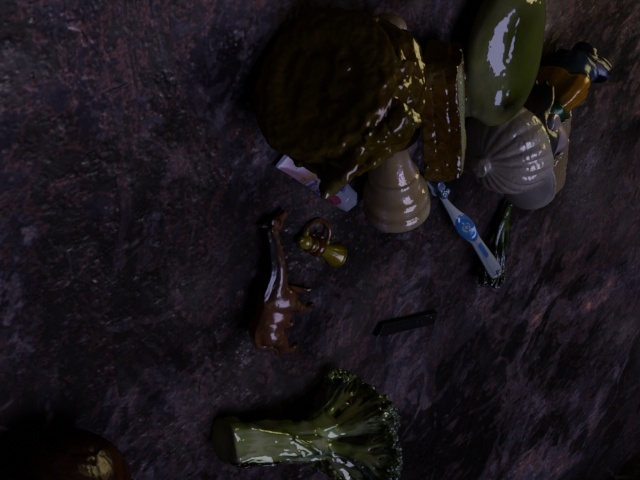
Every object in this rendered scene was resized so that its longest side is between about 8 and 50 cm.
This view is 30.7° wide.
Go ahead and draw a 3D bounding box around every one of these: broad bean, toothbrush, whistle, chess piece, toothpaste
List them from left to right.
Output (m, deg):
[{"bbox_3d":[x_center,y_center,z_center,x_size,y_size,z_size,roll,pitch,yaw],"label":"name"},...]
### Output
[{"bbox_3d":[-0.001,-0.102,1.829,0.067,0.043,0.194,-51,143,2],"label":"toothpaste"},{"bbox_3d":[0.004,0.003,1.935,0.057,0.046,0.109,-43,144,11],"label":"whistle"},{"bbox_3d":[0.110,-0.187,1.827,0.117,0.117,0.397,-37,143,-25],"label":"chess piece"},{"bbox_3d":[0.278,-0.023,2.240,0.040,0.040,0.386,-49,142,-7],"label":"toothbrush"},{"bbox_3d":[0.310,-0.320,1.948,0.189,0.121,0.263,-9,126,-48],"label":"broad bean"}]

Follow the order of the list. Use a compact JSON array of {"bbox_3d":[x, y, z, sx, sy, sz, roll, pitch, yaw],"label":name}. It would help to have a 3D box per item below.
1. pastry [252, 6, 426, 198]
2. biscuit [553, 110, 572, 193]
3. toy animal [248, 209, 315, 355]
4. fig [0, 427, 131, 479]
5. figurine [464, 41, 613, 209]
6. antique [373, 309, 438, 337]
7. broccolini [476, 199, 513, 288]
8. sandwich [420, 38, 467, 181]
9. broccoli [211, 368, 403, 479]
[{"bbox_3d":[0.038,-0.199,1.601,0.240,0.235,0.132,-48,154,12],"label":"pastry"},{"bbox_3d":[0.444,-0.167,2.325,0.108,0.062,0.239,-38,145,-24],"label":"biscuit"},{"bbox_3d":[-0.064,0.072,1.894,0.230,0.066,0.224,26,87,-60],"label":"toy animal"},{"bbox_3d":[-0.375,0.383,1.663,0.235,0.214,0.235,-10,110,-28],"label":"fig"},{"bbox_3d":[0.380,-0.229,2.108,0.204,0.185,0.332,31,70,-20],"label":"figurine"},{"bbox_3d":[0.173,0.166,2.337,0.192,0.015,0.031,-8,127,-50],"label":"antique"},{"bbox_3d":[0.362,0.006,2.412,0.091,0.068,0.202,-20,122,-49],"label":"broccolini"},{"bbox_3d":[0.193,-0.208,1.823,0.214,0.065,0.186,-73,159,-62],"label":"sandwich"},{"bbox_3d":[-0.037,0.357,2.131,0.361,0.252,0.221,13,110,-20],"label":"broccoli"}]
